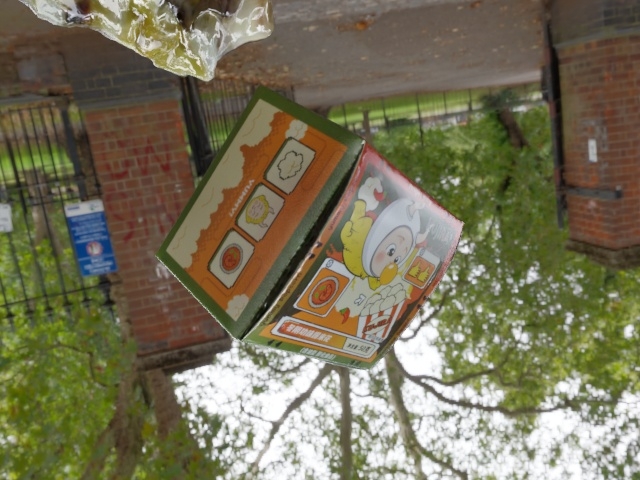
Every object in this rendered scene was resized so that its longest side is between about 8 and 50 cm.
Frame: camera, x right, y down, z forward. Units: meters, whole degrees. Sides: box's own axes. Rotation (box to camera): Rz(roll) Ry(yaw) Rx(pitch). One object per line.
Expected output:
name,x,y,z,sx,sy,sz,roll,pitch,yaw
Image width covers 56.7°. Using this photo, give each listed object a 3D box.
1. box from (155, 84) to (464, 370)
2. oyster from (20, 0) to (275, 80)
box,0.000,0.000,0.534,0.148,0.177,0.195,35,-176,38
oyster,-0.098,-0.210,0.309,0.223,0.214,0.083,29,171,-22
